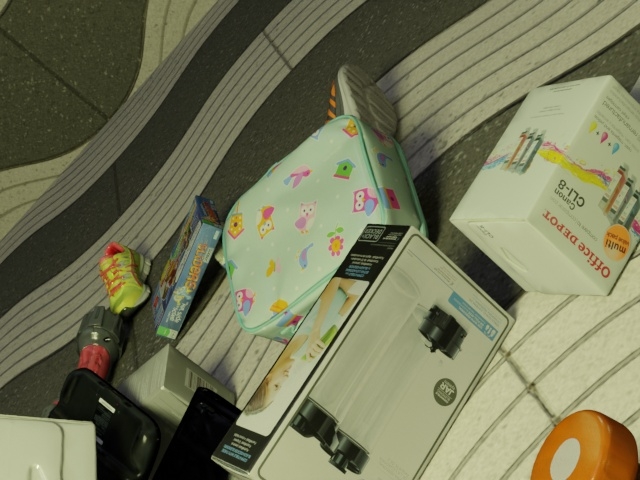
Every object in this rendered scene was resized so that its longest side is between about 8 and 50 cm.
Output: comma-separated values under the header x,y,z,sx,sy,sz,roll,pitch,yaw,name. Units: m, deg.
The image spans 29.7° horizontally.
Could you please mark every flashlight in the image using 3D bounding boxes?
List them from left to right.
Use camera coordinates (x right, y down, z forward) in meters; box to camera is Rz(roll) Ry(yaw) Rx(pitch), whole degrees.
x,y,z,sx,sy,sz,roll,pitch,yaw,name
-0.379,0.224,1.939,0.103,0.103,0.304,-39,25,27,flashlight

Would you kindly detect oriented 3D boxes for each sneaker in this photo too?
x,y,z,sx,sy,sz,roll,pitch,yaw,name
-0.362,0.072,2.161,0.081,0.094,0.208,-42,25,13,sneaker
-0.141,0.002,1.932,0.058,0.052,0.135,-35,29,6,sneaker
0.011,-0.127,1.742,0.180,0.124,0.321,-37,25,26,sneaker

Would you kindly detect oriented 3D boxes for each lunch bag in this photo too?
x,y,z,sx,sy,sz,roll,pitch,yaw,name
0.000,0.000,1.523,0.279,0.108,0.224,-40,50,30,lunch bag

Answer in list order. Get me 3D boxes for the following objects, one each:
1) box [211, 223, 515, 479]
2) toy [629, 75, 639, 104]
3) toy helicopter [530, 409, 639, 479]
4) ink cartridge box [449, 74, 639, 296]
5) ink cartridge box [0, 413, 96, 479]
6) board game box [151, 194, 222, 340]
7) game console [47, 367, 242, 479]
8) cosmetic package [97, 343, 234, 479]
x,y,z,sx,sy,sz,roll,pitch,yaw,name
0.047,0.146,1.189,0.290,0.169,0.087,-55,25,-16,box
0.414,-0.215,1.224,0.237,0.056,0.137,-57,27,-6,toy
0.150,0.269,0.904,0.355,0.140,0.235,-27,39,64,toy helicopter
0.242,-0.050,1.183,0.176,0.128,0.127,-57,24,-15,ink cartridge box
-0.379,0.356,1.388,0.198,0.197,0.270,-101,28,-44,ink cartridge box
-0.216,0.042,1.929,0.201,0.035,0.136,-65,18,16,board game box
-0.210,0.250,1.441,0.361,0.044,0.213,27,91,42,game console
-0.236,0.260,1.587,0.238,0.127,0.107,-43,24,20,cosmetic package
